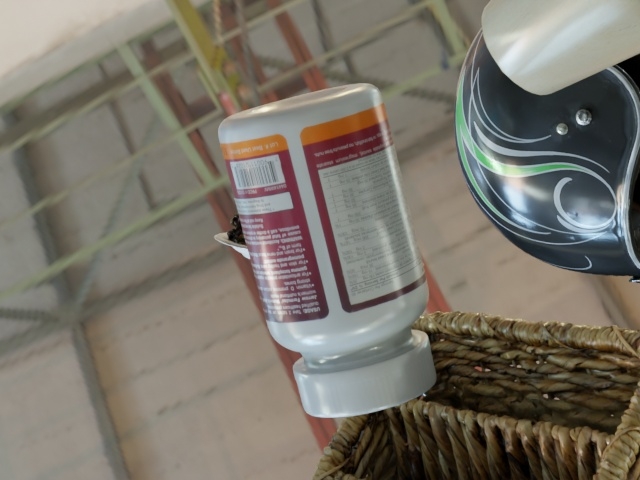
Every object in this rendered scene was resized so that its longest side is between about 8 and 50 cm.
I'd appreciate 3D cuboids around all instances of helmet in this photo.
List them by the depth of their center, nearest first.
[{"bbox_3d":[0.156,-0.067,0.883,0.169,0.169,0.161,-47,-135,-14],"label":"helmet"}]

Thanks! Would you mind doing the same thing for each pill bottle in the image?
[{"bbox_3d":[0.010,0.007,1.093,0.121,0.221,0.121,-14,-171,2],"label":"pill bottle"}]

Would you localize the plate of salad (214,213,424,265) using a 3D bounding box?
[{"bbox_3d":[0.000,0.000,1.437,0.200,0.200,0.048,11,-83,28],"label":"plate of salad"}]

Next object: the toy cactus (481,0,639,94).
[{"bbox_3d":[0.123,-0.096,0.409,0.180,0.112,0.219,-36,-147,42],"label":"toy cactus"}]

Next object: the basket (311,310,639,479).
[{"bbox_3d":[0.115,0.194,1.117,0.213,0.223,0.299,-25,-163,-31],"label":"basket"}]
